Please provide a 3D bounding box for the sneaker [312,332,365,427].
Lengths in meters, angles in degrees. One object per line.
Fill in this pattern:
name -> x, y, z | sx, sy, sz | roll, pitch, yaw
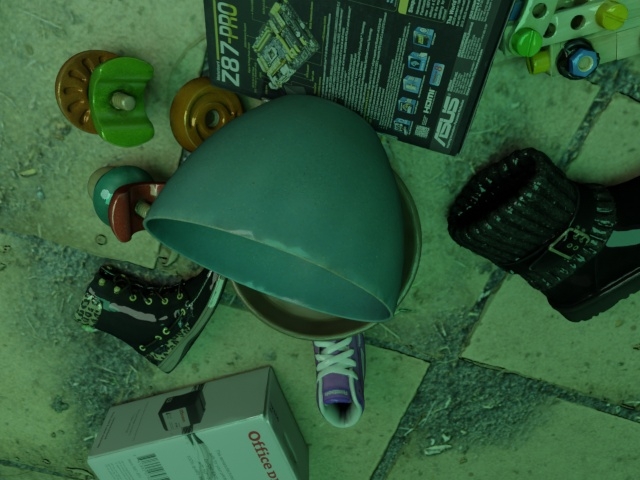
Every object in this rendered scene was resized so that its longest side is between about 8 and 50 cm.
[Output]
sneaker -> 0.027, 0.154, 0.878 | 0.102, 0.161, 0.282 | -9, 116, 7

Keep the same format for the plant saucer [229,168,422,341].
plant saucer -> 0.000, 0.000, 0.812 | 0.278, 0.041, 0.277 | 0, 94, 7

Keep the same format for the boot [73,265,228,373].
boot -> -0.252, 0.081, 0.882 | 0.179, 0.085, 0.236 | 30, 114, -12

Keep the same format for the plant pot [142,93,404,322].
plant pot -> -0.025, -0.048, 0.673 | 0.290, 0.290, 0.195 | 24, 74, -12

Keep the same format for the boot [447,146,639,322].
boot -> 0.372, -0.058, 0.783 | 0.260, 0.131, 0.348 | 37, 112, -17

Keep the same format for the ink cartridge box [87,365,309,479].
ink cartridge box -> -0.194, 0.370, 1.006 | 0.307, 0.129, 0.223 | -16, 116, 8

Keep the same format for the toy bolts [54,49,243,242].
toy bolts -> -0.235, -0.127, 0.774 | 0.218, 0.158, 0.228 | -8, 114, -42

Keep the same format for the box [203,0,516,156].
box -> 0.039, -0.289, 0.561 | 0.318, 0.097, 0.395 | 16, 142, 8

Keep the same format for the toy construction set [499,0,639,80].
toy construction set -> 0.320, -0.298, 0.653 | 0.328, 0.151, 0.215 | -6, 123, 16
